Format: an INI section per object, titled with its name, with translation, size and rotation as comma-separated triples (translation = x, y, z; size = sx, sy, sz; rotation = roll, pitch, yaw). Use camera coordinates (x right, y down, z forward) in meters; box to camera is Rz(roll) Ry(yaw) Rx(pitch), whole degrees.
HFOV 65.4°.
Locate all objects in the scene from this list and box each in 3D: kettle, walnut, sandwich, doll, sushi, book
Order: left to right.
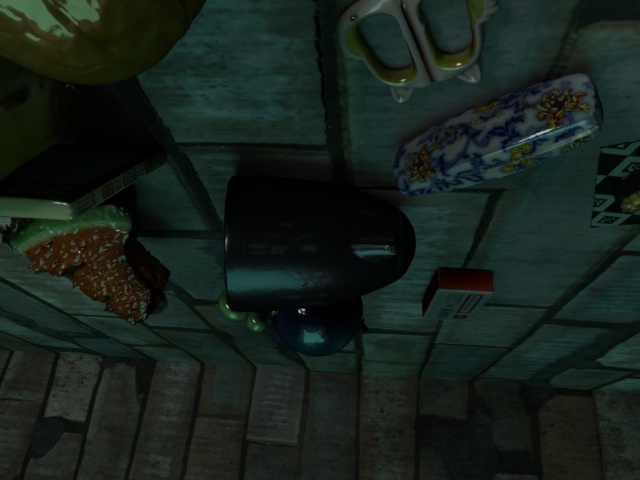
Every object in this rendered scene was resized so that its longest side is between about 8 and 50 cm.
[book]
translation = -0.338, -0.083, 0.627
size = 0.202, 0.264, 0.027
rotation = 2, 112, 3
[walnut]
translation = -0.178, -0.216, 0.332
size = 0.193, 0.193, 0.225
rotation = -5, 147, 21
[sandwich]
translation = -0.385, 0.023, 0.928
size = 0.251, 0.162, 0.301
rotation = -17, 119, 17
[doll]
translation = -0.045, 0.134, 1.063
size = 0.322, 0.198, 0.186
rotation = 21, 140, -11
[kettle]
translation = 0.000, 0.000, 0.802
size = 0.291, 0.207, 0.268
rotation = -1, -175, -6
[sushi]
translation = 0.541, -0.064, 0.681
size = 0.290, 0.050, 0.264
rotation = -6, 153, 22

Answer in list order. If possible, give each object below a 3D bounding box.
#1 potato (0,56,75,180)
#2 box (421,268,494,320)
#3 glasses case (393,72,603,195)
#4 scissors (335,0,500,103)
[potato]
translation = -0.378, -0.180, 0.470
size = 0.300, 0.196, 0.246
rotation = 34, 136, 6
[box]
translation = 0.310, 0.129, 1.147
size = 0.123, 0.049, 0.229
rotation = 2, 155, 4
[glasses case]
translation = 0.196, -0.116, 0.591
size = 0.248, 0.086, 0.065
rotation = -17, 143, 39
[scissors]
translation = 0.062, -0.234, 0.437
size = 0.160, 0.024, 0.317
rotation = -8, 152, 27
